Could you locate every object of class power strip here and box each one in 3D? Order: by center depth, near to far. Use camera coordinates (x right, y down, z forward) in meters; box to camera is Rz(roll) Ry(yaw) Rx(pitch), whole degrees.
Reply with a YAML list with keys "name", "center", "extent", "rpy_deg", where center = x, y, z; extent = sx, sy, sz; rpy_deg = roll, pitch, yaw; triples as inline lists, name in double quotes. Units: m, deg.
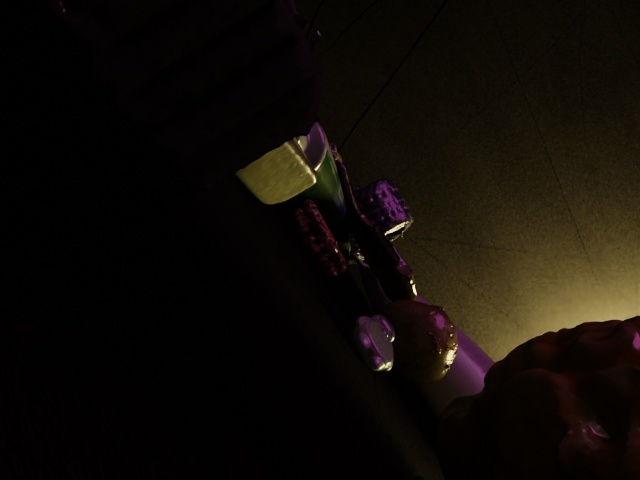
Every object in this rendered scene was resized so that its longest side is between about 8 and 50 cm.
- name: "power strip"
  center: [0.045, 0.094, 1.529]
  extent: [0.055, 0.035, 0.083]
  rpy_deg: [58, 17, -8]

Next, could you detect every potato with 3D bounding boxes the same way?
- name: "potato"
  center: [0.095, 0.103, 1.702]
  extent: [0.091, 0.070, 0.138]
  rpy_deg: [45, -11, 10]

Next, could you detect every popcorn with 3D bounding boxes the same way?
- name: "popcorn"
  center: [0.249, 0.207, 1.364]
  extent: [0.274, 0.279, 0.335]
  rpy_deg: [9, 12, -28]

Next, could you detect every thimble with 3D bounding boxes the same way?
- name: "thimble"
  center: [0.053, -0.022, 1.919]
  extent: [0.066, 0.095, 0.104]
  rpy_deg: [59, -7, 10]

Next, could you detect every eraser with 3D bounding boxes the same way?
- name: "eraser"
  center: [-0.074, -0.121, 1.416]
  extent: [0.172, 0.058, 0.117]
  rpy_deg: [61, 5, 30]

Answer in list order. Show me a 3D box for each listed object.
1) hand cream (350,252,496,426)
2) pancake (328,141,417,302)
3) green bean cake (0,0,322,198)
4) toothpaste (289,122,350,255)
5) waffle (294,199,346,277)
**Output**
- name: "hand cream"
  center: [0.157, 0.166, 1.864]
  extent: [0.358, 0.118, 0.185]
  rpy_deg: [52, 8, 21]
- name: "pancake"
  center: [0.054, -0.009, 1.760]
  extent: [0.184, 0.020, 0.190]
  rpy_deg: [69, -10, -24]
- name: "green bean cake"
  center: [-0.104, -0.156, 0.887]
  extent: [0.227, 0.125, 0.222]
  rpy_deg: [61, 6, 32]
- name: "toothpaste"
  center: [-0.009, -0.061, 1.698]
  extent: [0.098, 0.061, 0.392]
  rpy_deg: [60, 0, 13]
- name: "waffle"
  center: [0.000, 0.000, 1.619]
  extent: [0.075, 0.029, 0.083]
  rpy_deg: [62, 2, 12]
